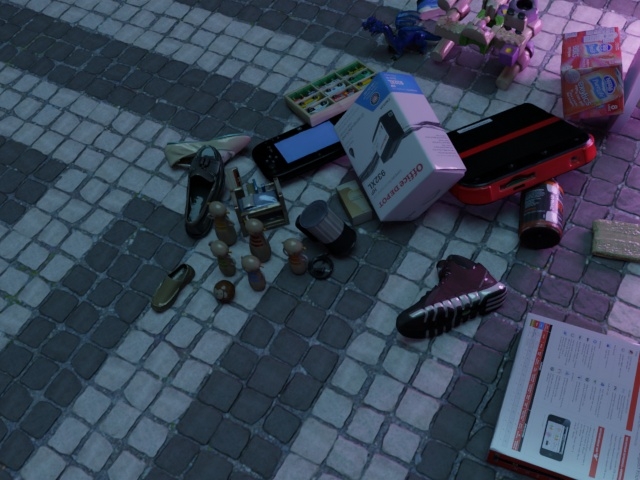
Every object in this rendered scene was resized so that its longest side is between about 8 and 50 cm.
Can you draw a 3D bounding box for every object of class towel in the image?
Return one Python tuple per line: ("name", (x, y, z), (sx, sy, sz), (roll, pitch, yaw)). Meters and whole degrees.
("towel", (0.739, 0.002, 1.751), (0.148, 0.027, 0.110), (8, 58, 11))

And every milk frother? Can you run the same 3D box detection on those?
("milk frother", (0.000, 0.000, 1.771), (0.129, 0.135, 0.143), (-20, 46, 31))

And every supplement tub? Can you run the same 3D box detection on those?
("supplement tub", (0.550, -0.084, 1.785), (0.106, 0.106, 0.198), (6, 57, 11))

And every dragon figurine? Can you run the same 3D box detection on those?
("dragon figurine", (0.272, -0.638, 2.177), (0.289, 0.144, 0.085), (-11, 55, -1))

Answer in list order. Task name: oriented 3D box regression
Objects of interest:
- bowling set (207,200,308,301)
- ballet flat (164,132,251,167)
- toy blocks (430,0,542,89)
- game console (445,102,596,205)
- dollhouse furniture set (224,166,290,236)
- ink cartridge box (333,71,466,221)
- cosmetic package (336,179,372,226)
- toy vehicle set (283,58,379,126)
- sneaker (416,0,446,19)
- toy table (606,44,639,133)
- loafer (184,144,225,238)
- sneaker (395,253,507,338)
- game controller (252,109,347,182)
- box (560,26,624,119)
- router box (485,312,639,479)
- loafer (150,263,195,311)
("bowling set", (-0.188, 0.047, 1.749), (0.287, 0.154, 0.200), (19, 59, 19))
("ballet flat", (-0.316, -0.245, 2.022), (0.248, 0.086, 0.086), (-7, 55, 4))
("toy blocks", (0.501, -0.653, 2.051), (0.288, 0.309, 0.260), (30, 70, 19))
("game console", (0.475, -0.233, 1.875), (0.386, 0.060, 0.342), (-21, 31, -9))
("dollhouse furniture set", (-0.173, -0.132, 1.886), (0.129, 0.129, 0.184), (-16, 55, -5))
("ink cartridge box", (0.192, -0.233, 1.808), (0.129, 0.223, 0.307), (-4, 60, -41))
("cosmetic package", (0.089, -0.099, 1.887), (0.060, 0.041, 0.115), (-21, 56, -9))
("toy vehicle set", (0.045, -0.436, 2.103), (0.266, 0.035, 0.166), (-29, 43, -15))
("sneaker", (0.384, -0.763, 2.303), (0.152, 0.058, 0.085), (-10, 63, 8))
("toy table", (0.894, -0.398, 1.901), (0.160, 0.274, 0.252), (20, 26, 7))
("loafer", (-0.311, -0.142, 1.905), (0.096, 0.084, 0.268), (3, 70, 5))
("sneaker", (0.281, 0.122, 1.688), (0.281, 0.106, 0.162), (-15, 49, -16))
("game controller", (-0.030, -0.267, 2.002), (0.319, 0.067, 0.166), (-25, 56, -11))
("box", (0.730, -0.453, 1.925), (0.154, 0.142, 0.300), (-3, 32, 21))
("router box", (0.538, 0.349, 1.501), (0.301, 0.082, 0.335), (17, 59, 17))
("loafer", (-0.374, 0.111, 1.789), (0.056, 0.050, 0.148), (23, 61, 21))
